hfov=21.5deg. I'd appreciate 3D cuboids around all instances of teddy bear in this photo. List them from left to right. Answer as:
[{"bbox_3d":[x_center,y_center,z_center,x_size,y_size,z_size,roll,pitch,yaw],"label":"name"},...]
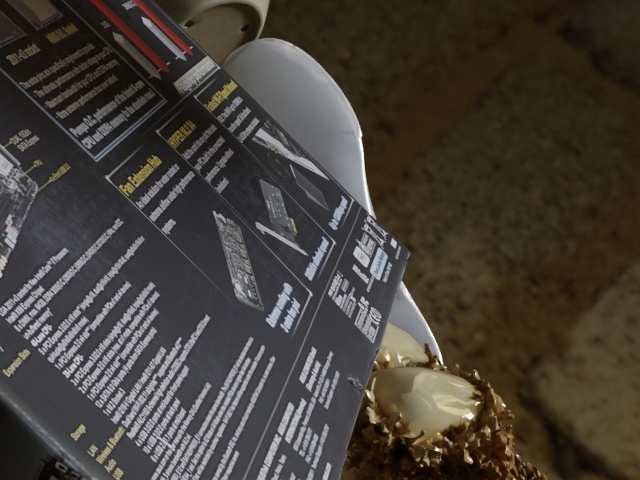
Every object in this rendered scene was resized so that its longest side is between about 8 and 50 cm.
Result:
[{"bbox_3d":[0.087,0.178,0.917,0.113,0.245,0.338,-38,129,-7],"label":"teddy bear"}]

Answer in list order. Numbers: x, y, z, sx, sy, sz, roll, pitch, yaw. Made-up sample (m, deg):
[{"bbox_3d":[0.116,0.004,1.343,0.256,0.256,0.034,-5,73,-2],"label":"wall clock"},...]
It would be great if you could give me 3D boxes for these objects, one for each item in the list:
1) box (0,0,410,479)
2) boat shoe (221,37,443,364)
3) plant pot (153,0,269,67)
[{"bbox_3d":[-0.094,-0.014,0.477,0.076,0.242,0.307,-44,-174,17],"label":"box"},{"bbox_3d":[0.000,0.000,1.246,0.108,0.301,0.102,-25,175,-13],"label":"boat shoe"},{"bbox_3d":[-0.158,-0.266,1.707,0.284,0.191,0.284,-27,157,-13],"label":"plant pot"}]
